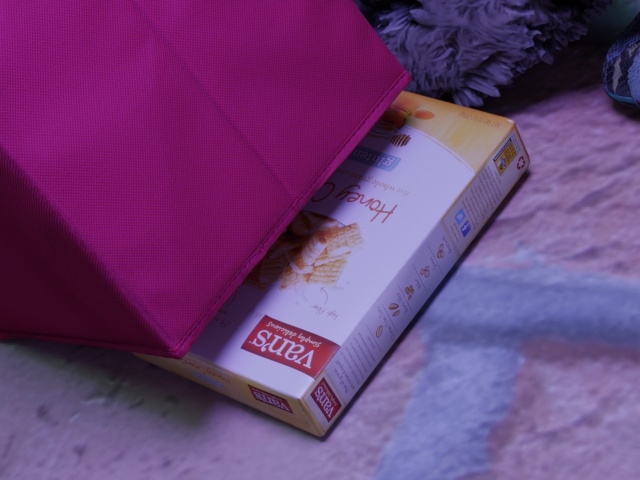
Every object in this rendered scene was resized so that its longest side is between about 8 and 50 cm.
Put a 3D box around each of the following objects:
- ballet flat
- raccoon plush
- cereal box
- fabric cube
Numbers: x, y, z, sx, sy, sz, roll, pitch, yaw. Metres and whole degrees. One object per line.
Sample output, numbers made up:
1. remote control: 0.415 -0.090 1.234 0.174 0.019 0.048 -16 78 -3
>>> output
1. ballet flat: 0.240 -0.159 1.248 0.070 0.070 0.188 15 53 35
2. raccoon plush: 0.165 -0.251 1.281 0.446 0.216 0.299 9 48 25
3. cereal box: 0.000 0.000 1.214 0.173 0.047 0.240 18 59 38
4. fabric cube: -0.155 -0.106 1.186 0.254 0.258 0.259 1 46 53
